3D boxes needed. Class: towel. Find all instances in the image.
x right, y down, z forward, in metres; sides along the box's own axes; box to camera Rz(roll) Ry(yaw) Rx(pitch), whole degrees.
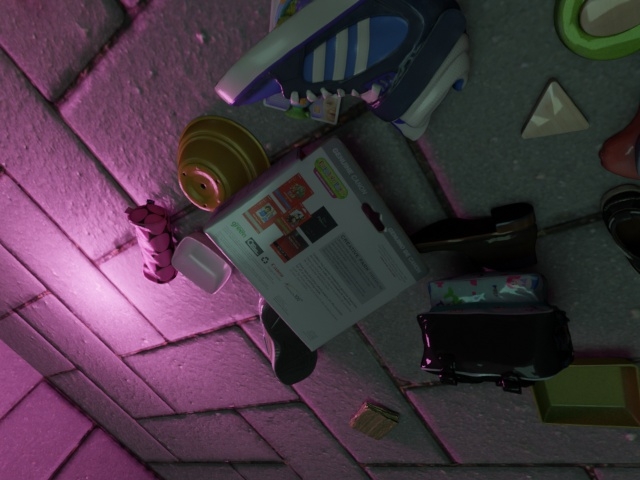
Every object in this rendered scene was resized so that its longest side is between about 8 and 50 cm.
[{"bbox_3d":[0.151,0.511,1.168,0.109,0.027,0.148,26,129,3],"label":"towel"}]

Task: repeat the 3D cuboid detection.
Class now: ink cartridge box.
[{"bbox_3d":[0.000,0.000,0.757,0.271,0.130,0.310,-34,110,10],"label":"ink cartridge box"}]

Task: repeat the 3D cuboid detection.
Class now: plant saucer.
[{"bbox_3d":[0.530,0.299,0.834,0.188,0.045,0.188,-11,119,29],"label":"plant saucer"}]

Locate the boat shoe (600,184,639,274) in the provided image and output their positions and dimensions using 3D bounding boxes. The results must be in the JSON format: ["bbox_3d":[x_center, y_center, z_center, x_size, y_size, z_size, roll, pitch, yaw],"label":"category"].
[{"bbox_3d":[0.507,0.023,0.620,0.233,0.079,0.084,43,128,-13],"label":"boat shoe"}]

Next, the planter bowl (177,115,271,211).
[{"bbox_3d":[-0.211,-0.125,0.813,0.216,0.090,0.218,12,127,16],"label":"planter bowl"}]

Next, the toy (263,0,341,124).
[{"bbox_3d":[-0.024,-0.299,0.626,0.136,0.056,0.238,18,129,9],"label":"toy"}]

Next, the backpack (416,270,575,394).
[{"bbox_3d":[0.302,0.149,0.706,0.224,0.191,0.253,-9,162,37],"label":"backpack"}]

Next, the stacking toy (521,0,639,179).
[{"bbox_3d":[0.405,-0.191,0.470,0.279,0.130,0.309,13,128,14],"label":"stacking toy"}]

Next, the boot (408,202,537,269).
[{"bbox_3d":[0.262,0.016,0.718,0.219,0.082,0.106,-14,115,29],"label":"boot"}]

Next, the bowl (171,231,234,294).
[{"bbox_3d":[-0.276,0.048,0.994,0.142,0.053,0.142,38,131,-7],"label":"bowl"}]

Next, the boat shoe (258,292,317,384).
[{"bbox_3d":[-0.088,0.233,1.026,0.118,0.103,0.321,-21,126,-10],"label":"boat shoe"}]

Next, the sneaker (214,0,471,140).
[{"bbox_3d":[0.047,-0.210,0.566,0.322,0.130,0.236,-31,117,11],"label":"sneaker"}]

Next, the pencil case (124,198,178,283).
[{"bbox_3d":[-0.405,0.011,0.998,0.098,0.095,0.210,6,130,-3],"label":"pencil case"}]
